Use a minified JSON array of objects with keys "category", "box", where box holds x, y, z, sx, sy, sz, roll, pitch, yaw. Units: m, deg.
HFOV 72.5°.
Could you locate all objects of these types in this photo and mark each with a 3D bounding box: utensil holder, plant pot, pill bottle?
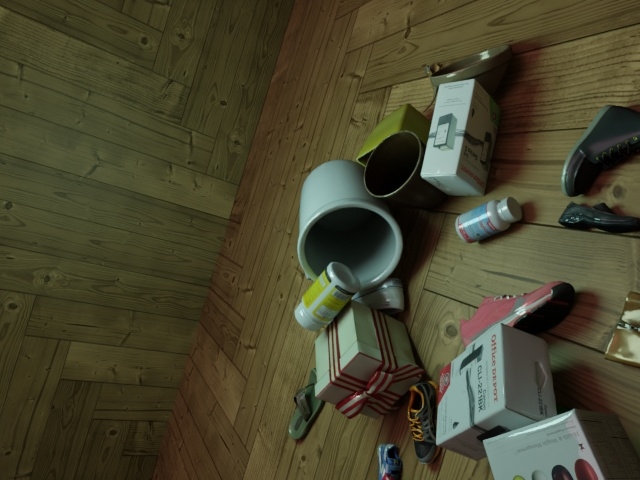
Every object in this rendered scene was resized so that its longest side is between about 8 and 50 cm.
[{"category":"utensil holder","box":[0.086,-0.068,1.493,0.328,0.327,0.386,-56,18,26]},{"category":"plant pot","box":[0.282,-0.334,1.497,0.212,0.212,0.187,-24,44,52]},{"category":"pill bottle","box":[0.454,-0.057,1.182,0.160,0.087,0.087,-31,50,49]},{"category":"plant pot","box":[0.461,-0.488,1.314,0.237,0.110,0.237,-22,22,9]},{"category":"pill bottle","box":[0.017,0.176,1.343,0.208,0.119,0.119,-51,37,24]},{"category":"plant pot","box":[0.291,-0.188,1.358,0.215,0.230,0.216,-28,49,39]}]

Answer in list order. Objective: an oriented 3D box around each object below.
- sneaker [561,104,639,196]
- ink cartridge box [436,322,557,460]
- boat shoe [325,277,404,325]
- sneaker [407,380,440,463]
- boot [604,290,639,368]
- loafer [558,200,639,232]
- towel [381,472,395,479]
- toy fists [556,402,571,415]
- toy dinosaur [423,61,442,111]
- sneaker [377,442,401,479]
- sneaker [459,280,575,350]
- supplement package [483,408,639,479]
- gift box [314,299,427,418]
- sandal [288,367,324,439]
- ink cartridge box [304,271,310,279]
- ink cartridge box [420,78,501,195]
[{"category":"sneaker","box":[0.632,-0.189,0.961,0.118,0.083,0.222,42,110,56]},{"category":"ink cartridge box","box":[0.375,0.340,0.968,0.273,0.114,0.197,116,174,-48]},{"category":"boat shoe","box":[0.145,0.266,1.504,0.367,0.135,0.157,-30,53,37]},{"category":"sneaker","box":[0.277,0.498,1.206,0.084,0.083,0.215,-21,60,51]},{"category":"boot","box":[0.629,0.240,0.748,0.280,0.096,0.264,15,89,60]},{"category":"loafer","box":[0.611,-0.056,0.956,0.170,0.062,0.061,16,85,58]},{"category":"towel","box":[0.192,0.813,1.195,0.199,0.031,0.275,35,106,42]},{"category":"toy fists","box":[0.453,0.474,0.920,0.142,0.096,0.279,33,106,61]},{"category":"toy dinosaur","box":[0.409,-0.555,1.541,0.112,0.064,0.212,118,162,-54]},{"category":"sneaker","box":[0.204,0.666,1.272,0.059,0.053,0.144,-38,46,41]},{"category":"sneaker","box":[0.449,0.173,1.054,0.314,0.115,0.136,-50,37,35]},{"category":"supplement package","box":[0.421,0.418,0.728,0.194,0.149,0.203,-46,39,38]},{"category":"gift box","box":[0.153,0.369,1.318,0.255,0.276,0.258,-59,18,30]},{"category":"sandal","box":[-0.064,0.639,1.686,0.120,0.086,0.303,36,106,58]},{"category":"ink cartridge box","box":[0.000,0.000,1.921,0.275,0.060,0.239,-56,36,27]},{"category":"ink cartridge box","box":[0.405,-0.282,1.249,0.114,0.198,0.273,8,83,44]}]
